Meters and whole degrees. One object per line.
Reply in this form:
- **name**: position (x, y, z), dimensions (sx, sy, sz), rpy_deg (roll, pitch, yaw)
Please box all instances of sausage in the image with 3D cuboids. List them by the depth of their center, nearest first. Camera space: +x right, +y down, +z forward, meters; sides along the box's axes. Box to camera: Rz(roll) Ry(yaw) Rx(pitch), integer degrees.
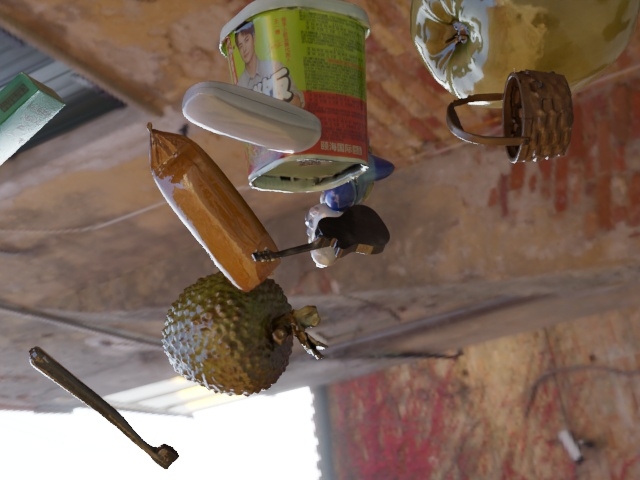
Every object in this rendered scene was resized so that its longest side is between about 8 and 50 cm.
- **sausage**: position (-0.190, -0.062, 1.566), dimensions (0.328, 0.112, 0.112), rpy_deg (54, -152, -6)

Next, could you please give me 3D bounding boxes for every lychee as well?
- **lychee**: position (-0.167, 0.183, 1.856), dimensions (0.270, 0.320, 0.269), rpy_deg (14, -114, -33)

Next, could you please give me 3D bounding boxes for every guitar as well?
- **guitar**: position (0.000, 0.000, 1.431), dimensions (0.233, 0.025, 0.088), rpy_deg (-13, -124, -30)

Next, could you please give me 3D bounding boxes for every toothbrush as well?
- **toothbrush**: position (-0.300, 0.238, 1.309), dimensions (0.297, 0.031, 0.030), rpy_deg (49, -172, -34)

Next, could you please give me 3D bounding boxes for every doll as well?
- **doll**: position (0.046, -0.110, 2.344), dimensions (0.187, 0.376, 0.365), rpy_deg (19, -89, -21)

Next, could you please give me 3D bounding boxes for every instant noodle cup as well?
- **instant noodle cup**: position (-0.036, -0.264, 1.762), dimensions (0.294, 0.294, 0.307), rpy_deg (16, -114, -61)

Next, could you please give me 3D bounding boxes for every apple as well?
- **apple**: position (0.237, -0.281, 1.094), dimensions (0.262, 0.262, 0.262), rpy_deg (43, -142, -46)

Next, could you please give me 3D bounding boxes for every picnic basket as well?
- **picnic basket**: position (0.131, -0.088, 0.657), dimensions (0.072, 0.083, 0.072), rpy_deg (178, 90, -89)

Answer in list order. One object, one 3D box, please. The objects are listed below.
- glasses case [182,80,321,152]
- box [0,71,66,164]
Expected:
- **glasses case**: position (-0.082, -0.149, 1.135), dimensions (0.179, 0.067, 0.045), rpy_deg (14, -120, -29)
- **box**: position (-0.484, -0.146, 1.361), dimensions (0.042, 0.226, 0.161), rpy_deg (47, 179, 0)
